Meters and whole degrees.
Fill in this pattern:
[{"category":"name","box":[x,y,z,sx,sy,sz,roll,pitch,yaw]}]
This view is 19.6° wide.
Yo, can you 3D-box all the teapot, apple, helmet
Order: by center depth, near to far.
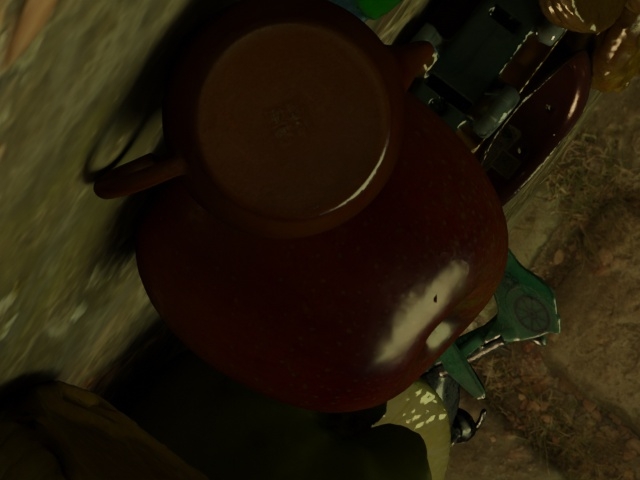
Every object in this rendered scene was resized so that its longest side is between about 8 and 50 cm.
[{"category":"teapot","box":[-0.023,-0.056,0.847,0.173,0.116,0.116,-23,169,-4]},{"category":"apple","box":[0.000,0.000,0.972,0.181,0.168,0.181,-46,169,-11]},{"category":"apple","box":[-0.050,0.189,1.240,0.258,0.233,0.295,-64,176,27]},{"category":"helmet","box":[0.132,-0.109,1.473,0.155,0.106,0.175,-45,165,-19]}]

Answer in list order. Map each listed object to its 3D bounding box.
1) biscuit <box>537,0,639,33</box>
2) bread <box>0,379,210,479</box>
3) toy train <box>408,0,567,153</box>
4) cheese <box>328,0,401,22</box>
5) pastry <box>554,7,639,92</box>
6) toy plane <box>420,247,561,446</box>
[{"category":"biscuit","box":[0.217,-0.251,1.283,0.301,0.049,0.197,-53,133,-37]},{"category":"bread","box":[-0.092,0.198,0.983,0.142,0.253,0.227,-51,180,-3]},{"category":"toy train","box":[0.114,-0.141,1.327,0.219,0.089,0.127,-54,-177,-1]},{"category":"cheese","box":[0.105,-0.202,0.997,0.320,0.083,0.204,-41,167,-8]},{"category":"pastry","box":[0.255,-0.241,1.523,0.235,0.132,0.240,-48,171,-29]},{"category":"toy plane","box":[0.069,0.114,1.517,0.106,0.155,0.381,-37,-177,-41]}]
